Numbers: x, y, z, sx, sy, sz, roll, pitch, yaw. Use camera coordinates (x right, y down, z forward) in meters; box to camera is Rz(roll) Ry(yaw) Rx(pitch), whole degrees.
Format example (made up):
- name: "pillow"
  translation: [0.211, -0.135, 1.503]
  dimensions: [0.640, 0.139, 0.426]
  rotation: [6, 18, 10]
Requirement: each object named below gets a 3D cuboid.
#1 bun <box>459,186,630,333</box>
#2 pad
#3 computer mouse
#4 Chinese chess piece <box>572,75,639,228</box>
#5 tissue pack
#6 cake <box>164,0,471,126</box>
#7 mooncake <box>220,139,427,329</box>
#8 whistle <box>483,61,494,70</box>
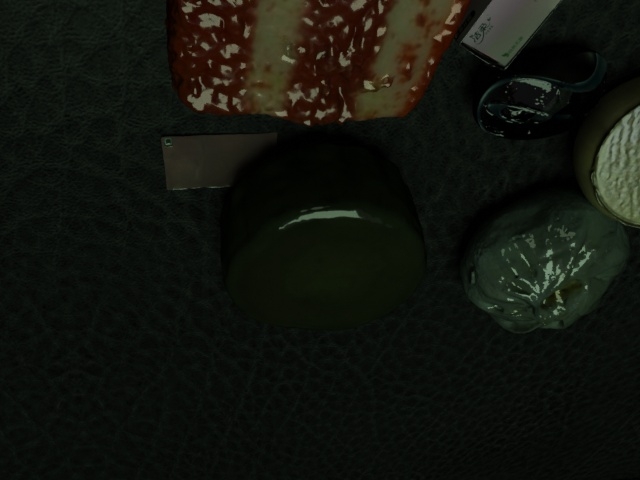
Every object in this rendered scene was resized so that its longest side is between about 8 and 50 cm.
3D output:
- name: "bun"
  translation: [0.460, 0.063, 1.271]
  dimensions: [0.354, 0.194, 0.354]
  rotation: [-6, 136, -6]
- name: "pad"
  translation: [-0.167, -0.133, 1.053]
  dimensions: [0.188, 0.006, 0.113]
  rotation: [-4, 136, -11]
- name: "computer mouse"
  translation: [0.358, -0.225, 0.997]
  dimensions: [0.233, 0.096, 0.137]
  rotation: [-13, 143, -14]
- name: "Chinese chess piece"
  translation: [0.580, -0.153, 1.082]
  dimensions: [0.270, 0.112, 0.270]
  rotation: [0, 119, 0]
- name: "tissue pack"
  translation: [0.259, -0.368, 0.805]
  dimensions: [0.092, 0.148, 0.246]
  rotation: [17, 128, -27]
- name: "cake"
  translation: [-0.011, -0.304, 0.715]
  dimensions: [0.319, 0.269, 0.270]
  rotation: [3, 135, -14]
- name: "mooncake"
  translation: [0.000, 0.000, 1.099]
  dimensions: [0.356, 0.194, 0.356]
  rotation: [-4, 138, -4]
- name: "whistle"
  translation: [0.308, -0.329, 0.938]
  dimensions: [0.033, 0.033, 0.176]
  rotation: [16, 130, -28]
